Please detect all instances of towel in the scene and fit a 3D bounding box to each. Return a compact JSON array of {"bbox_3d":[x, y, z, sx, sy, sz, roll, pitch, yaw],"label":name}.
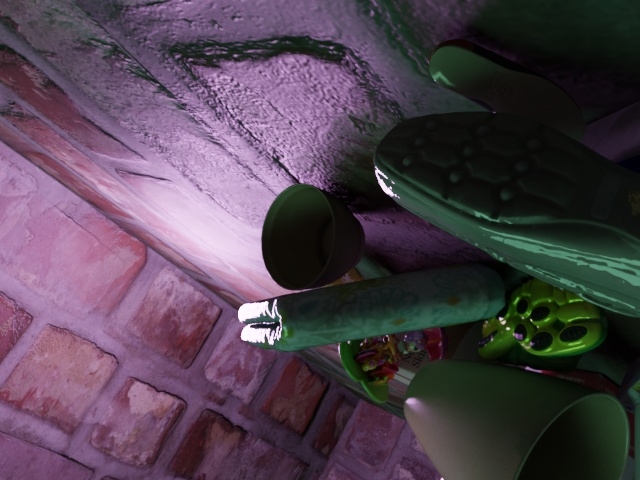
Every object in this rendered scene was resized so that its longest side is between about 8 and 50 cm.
[{"bbox_3d":[0.054,0.109,0.998,0.320,0.090,0.374,-10,175,-17],"label":"towel"}]

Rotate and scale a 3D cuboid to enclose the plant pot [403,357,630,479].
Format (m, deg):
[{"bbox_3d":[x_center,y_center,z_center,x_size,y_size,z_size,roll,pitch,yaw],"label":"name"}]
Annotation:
[{"bbox_3d":[0.260,0.285,0.961,0.256,0.257,0.274,42,171,-35],"label":"plant pot"}]

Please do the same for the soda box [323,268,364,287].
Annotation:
[{"bbox_3d":[0.040,0.082,1.322,0.058,0.061,0.181,19,161,38],"label":"soda box"}]

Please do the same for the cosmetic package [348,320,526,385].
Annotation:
[{"bbox_3d":[0.223,0.211,1.229,0.296,0.153,0.129,18,159,35],"label":"cosmetic package"}]

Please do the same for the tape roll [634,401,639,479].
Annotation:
[{"bbox_3d":[0.515,0.298,0.785,0.246,0.169,0.246,10,158,4],"label":"tape roll"}]

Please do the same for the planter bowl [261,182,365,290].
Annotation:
[{"bbox_3d":[0.000,0.000,1.003,0.109,0.162,0.162,9,-176,-45],"label":"planter bowl"}]

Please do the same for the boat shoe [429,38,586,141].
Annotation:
[{"bbox_3d":[0.150,-0.120,0.520,0.137,0.049,0.043,28,-153,1],"label":"boat shoe"}]

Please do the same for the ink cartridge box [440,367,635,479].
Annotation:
[{"bbox_3d":[0.381,0.429,1.170,0.160,0.385,0.279,36,164,-18],"label":"ink cartridge box"}]

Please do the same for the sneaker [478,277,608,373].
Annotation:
[{"bbox_3d":[0.318,0.121,0.894,0.123,0.110,0.295,13,167,-3],"label":"sneaker"}]

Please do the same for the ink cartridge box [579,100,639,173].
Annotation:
[{"bbox_3d":[0.303,-0.039,0.445,0.175,0.069,0.371,34,167,-9],"label":"ink cartridge box"}]

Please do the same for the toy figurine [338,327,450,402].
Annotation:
[{"bbox_3d":[0.138,0.182,1.098,0.173,0.159,0.130,34,-148,-54],"label":"toy figurine"}]

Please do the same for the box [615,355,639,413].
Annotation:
[{"bbox_3d":[0.448,0.168,0.829,0.067,0.063,0.324,24,163,21],"label":"box"}]

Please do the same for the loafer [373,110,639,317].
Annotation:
[{"bbox_3d":[0.184,-0.006,0.460,0.319,0.112,0.111,25,154,27],"label":"loafer"}]
